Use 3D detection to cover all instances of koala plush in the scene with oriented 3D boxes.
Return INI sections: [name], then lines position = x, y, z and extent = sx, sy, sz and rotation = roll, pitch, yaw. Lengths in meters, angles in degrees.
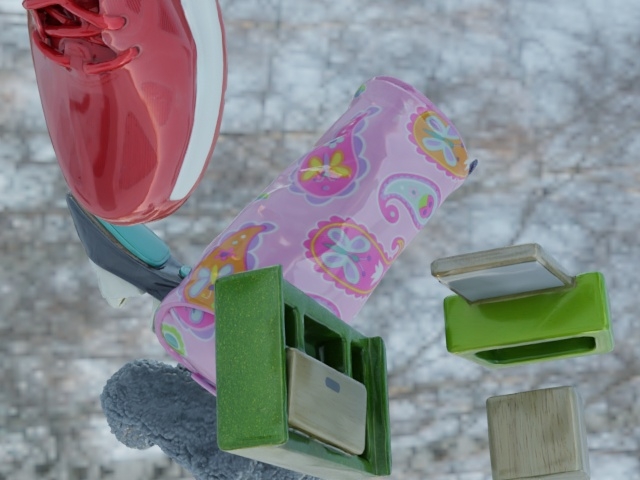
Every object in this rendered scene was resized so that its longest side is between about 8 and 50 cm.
[koala plush]
position = -0.050, 0.177, 1.491
extent = 0.203, 0.196, 0.221
rotation = 40, -19, 25

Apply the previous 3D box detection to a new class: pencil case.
[pencil case]
position = 0.000, 0.000, 1.306
extent = 0.124, 0.284, 0.124
rotation = 27, -34, 20

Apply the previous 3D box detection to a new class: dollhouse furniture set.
[dollhouse furniture set]
position = 0.066, 0.165, 0.906
extent = 0.197, 0.151, 0.302
rotation = -10, -111, 21

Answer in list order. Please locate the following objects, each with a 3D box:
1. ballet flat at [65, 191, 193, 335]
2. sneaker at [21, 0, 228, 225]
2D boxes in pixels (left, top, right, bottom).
[ballet flat]
position = -0.130, 0.037, 1.356
extent = 0.074, 0.203, 0.074
rotation = -57, 178, -3
[sneaker]
position = -0.100, -0.103, 0.591
extent = 0.087, 0.128, 0.221
rotation = 3, -75, 28
